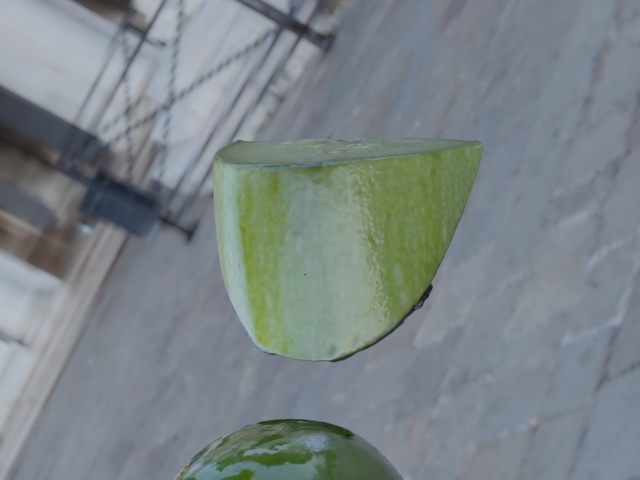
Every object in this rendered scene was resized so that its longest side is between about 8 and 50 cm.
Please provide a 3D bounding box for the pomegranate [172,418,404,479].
[{"bbox_3d":[-0.036,0.178,0.848,0.179,0.210,0.179,-169,90,-80],"label":"pomegranate"}]

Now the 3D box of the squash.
[{"bbox_3d":[0.000,0.000,1.323,0.204,0.237,0.155,-24,-70,-62],"label":"squash"}]
